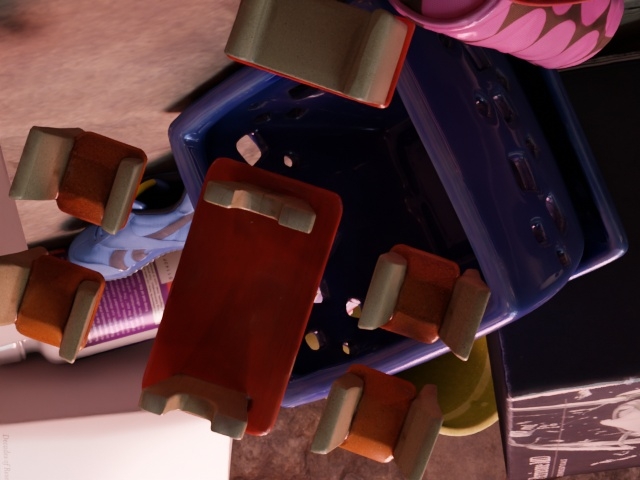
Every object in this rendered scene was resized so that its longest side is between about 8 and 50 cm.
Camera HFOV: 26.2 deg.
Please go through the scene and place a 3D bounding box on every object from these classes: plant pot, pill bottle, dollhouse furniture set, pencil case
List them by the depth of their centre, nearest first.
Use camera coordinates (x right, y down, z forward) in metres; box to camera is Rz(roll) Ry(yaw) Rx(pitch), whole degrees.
[{"bbox_3d":[-0.030,-0.017,0.796,0.262,0.259,0.135,19,-174,2],"label":"dollhouse furniture set"},{"bbox_3d":[0.107,-0.157,0.810,0.209,0.098,0.095,5,111,-63],"label":"pencil case"},{"bbox_3d":[0.068,-0.038,0.996,0.212,0.236,0.236,-16,171,-46],"label":"plant pot"},{"bbox_3d":[-0.221,0.056,1.305,0.193,0.108,0.108,-15,169,-12],"label":"pill bottle"},{"bbox_3d":[0.106,0.138,1.925,0.276,0.276,0.254,-9,177,-38],"label":"plant pot"}]

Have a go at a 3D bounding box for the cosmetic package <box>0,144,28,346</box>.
[{"bbox_3d":[-0.315,-0.005,0.738,0.217,0.156,0.385,-17,170,2],"label":"cosmetic package"}]

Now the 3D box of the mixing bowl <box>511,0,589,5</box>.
[{"bbox_3d":[0.153,-0.195,0.654,0.181,0.098,0.181,-18,169,-4],"label":"mixing bowl"}]

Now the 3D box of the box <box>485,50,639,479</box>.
[{"bbox_3d":[0.388,0.030,1.310,0.471,0.297,0.480,-7,161,6],"label":"box"}]

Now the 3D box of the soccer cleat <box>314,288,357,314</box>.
[{"bbox_3d":[0.044,0.034,1.528,0.248,0.083,0.095,-11,138,-3],"label":"soccer cleat"}]

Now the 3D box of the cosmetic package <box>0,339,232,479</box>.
[{"bbox_3d":[-0.282,0.181,1.355,0.365,0.155,0.197,-5,-150,-16],"label":"cosmetic package"}]

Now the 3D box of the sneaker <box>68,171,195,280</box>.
[{"bbox_3d":[-0.156,-0.022,1.181,0.209,0.069,0.082,-15,140,38],"label":"sneaker"}]
